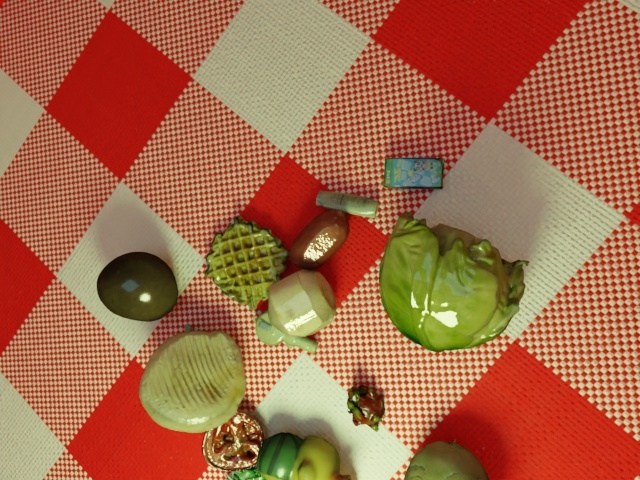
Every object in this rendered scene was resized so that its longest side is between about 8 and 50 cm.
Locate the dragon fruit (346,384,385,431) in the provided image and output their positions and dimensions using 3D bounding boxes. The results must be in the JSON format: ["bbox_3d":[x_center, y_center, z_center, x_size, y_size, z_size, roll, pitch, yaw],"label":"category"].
[{"bbox_3d":[0.136,0.550,1.627,0.138,0.175,0.142,-50,46,-1],"label":"dragon fruit"}]

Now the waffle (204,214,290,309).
[{"bbox_3d":[-0.266,0.078,1.767,0.317,0.073,0.297,32,98,17],"label":"waffle"}]

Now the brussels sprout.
[{"bbox_3d":[0.361,0.145,1.443,0.425,0.342,0.361,26,94,15],"label":"brussels sprout"}]

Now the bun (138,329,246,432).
[{"bbox_3d":[-0.434,0.491,1.689,0.364,0.219,0.365,4,52,-5],"label":"bun"}]

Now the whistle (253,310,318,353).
[{"bbox_3d":[-0.129,0.328,1.723,0.257,0.067,0.126,24,96,13],"label":"whistle"}]

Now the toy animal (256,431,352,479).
[{"bbox_3d":[-0.045,0.749,1.628,0.338,0.216,0.191,13,65,19],"label":"toy animal"}]

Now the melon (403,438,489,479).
[{"bbox_3d":[0.381,0.769,1.463,0.268,0.268,0.331,3,67,16],"label":"melon"}]

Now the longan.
[{"bbox_3d":[-0.672,0.177,1.798,0.300,0.243,0.300,17,129,22],"label":"longan"}]

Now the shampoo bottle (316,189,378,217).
[{"bbox_3d":[0.091,-0.127,1.678,0.212,0.049,0.072,13,67,17],"label":"shampoo bottle"}]

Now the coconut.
[{"bbox_3d":[-0.070,0.217,1.630,0.241,0.241,0.242,0,88,16],"label":"coconut"}]

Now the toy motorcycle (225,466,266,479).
[{"bbox_3d":[-0.254,0.854,1.742,0.190,0.074,0.106,-2,81,15],"label":"toy motorcycle"}]

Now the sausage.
[{"bbox_3d":[0.000,0.000,1.658,0.148,0.148,0.254,42,102,13],"label":"sausage"}]

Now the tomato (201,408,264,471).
[{"bbox_3d":[-0.306,0.708,1.747,0.227,0.101,0.228,0,90,2],"label":"tomato"}]

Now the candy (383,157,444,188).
[{"bbox_3d":[0.309,-0.222,1.616,0.194,0.062,0.097,4,90,16],"label":"candy"}]

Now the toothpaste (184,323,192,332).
[{"bbox_3d":[-0.484,0.442,1.836,0.067,0.037,0.256,-8,89,10],"label":"toothpaste"}]
